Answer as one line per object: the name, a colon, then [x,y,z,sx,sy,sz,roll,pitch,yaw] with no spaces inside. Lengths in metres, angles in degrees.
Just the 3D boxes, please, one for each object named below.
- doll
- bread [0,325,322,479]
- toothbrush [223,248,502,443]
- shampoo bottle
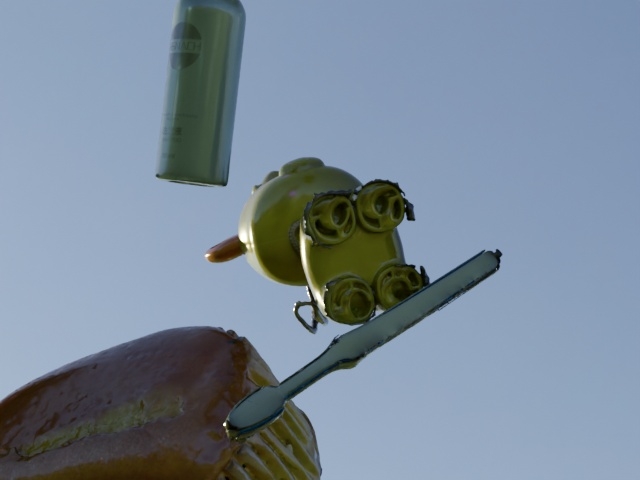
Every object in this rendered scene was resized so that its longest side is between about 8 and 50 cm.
doll: [0.000,0.000,1.526,0.143,0.135,0.221,-17,8,-21]
bread: [-0.156,0.184,1.526,0.288,0.204,0.156,-18,-48,21]
toothbrush: [0.037,0.069,1.372,0.294,0.026,0.028,-32,-19,-36]
shampoo bottle: [-0.084,-0.138,1.401,0.056,0.195,0.056,6,-2,0]
